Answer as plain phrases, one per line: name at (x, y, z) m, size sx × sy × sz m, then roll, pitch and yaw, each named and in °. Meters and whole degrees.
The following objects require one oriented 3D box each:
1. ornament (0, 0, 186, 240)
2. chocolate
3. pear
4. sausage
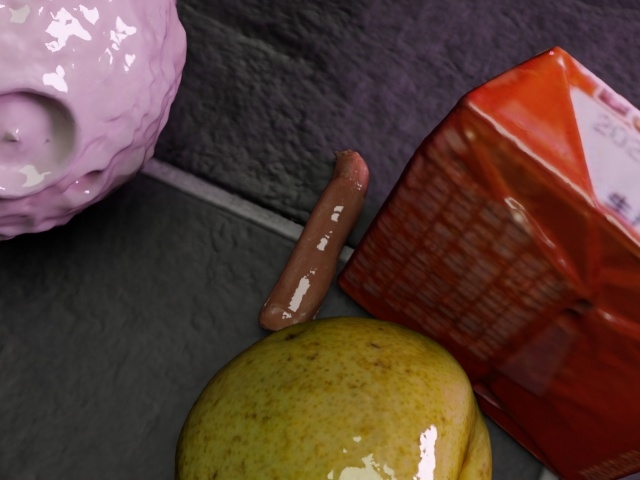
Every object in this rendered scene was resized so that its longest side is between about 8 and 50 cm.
ornament at (-0.212, -0.119, 0.497) m, size 0.259 × 0.259 × 0.225 m, roll -28°, pitch 50°, yaw -14°
chocolate at (0.151, 0.028, 0.510) m, size 0.235 × 0.237 × 0.108 m, roll 41°, pitch 59°, yaw 7°
pear at (0.001, 0.140, 0.475) m, size 0.197 × 0.197 × 0.197 m, roll 2°, pitch 72°, yaw -6°
sausage at (0.000, 0.000, 0.600) m, size 0.042 × 0.036 × 0.157 m, roll 19°, pitch 70°, yaw 10°
